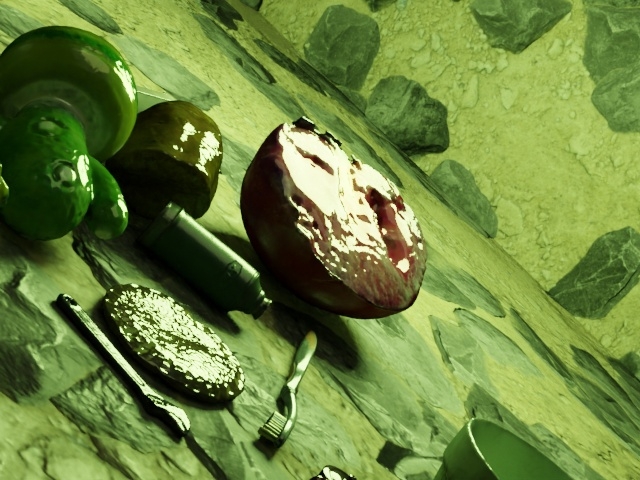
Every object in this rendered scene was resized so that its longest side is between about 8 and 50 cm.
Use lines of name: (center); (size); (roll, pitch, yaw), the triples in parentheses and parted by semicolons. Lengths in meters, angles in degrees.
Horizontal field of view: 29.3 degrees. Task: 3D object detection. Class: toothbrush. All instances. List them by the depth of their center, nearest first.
toothbrush: (-0.032, 0.176, 1.534); (0.037, 0.028, 0.375); (32, 15, -1)

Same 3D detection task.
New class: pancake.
pancake: (-0.166, 0.114, 1.392); (0.199, 0.021, 0.199); (37, 14, -11)

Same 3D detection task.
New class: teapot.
teapot: (0.020, 0.274, 1.340); (0.100, 0.045, 0.068); (27, 18, -44)

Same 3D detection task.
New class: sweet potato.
sweet potato: (-0.211, -0.127, 1.739); (0.158, 0.158, 0.370); (37, 16, -13)

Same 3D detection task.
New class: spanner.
spanner: (-0.205, 0.128, 1.274); (0.208, 0.012, 0.046); (44, 14, 18)

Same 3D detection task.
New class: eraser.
eraser: (-0.283, -0.182, 1.809); (0.023, 0.104, 0.150); (44, 15, 19)

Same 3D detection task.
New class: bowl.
bowl: (0.240, 0.360, 1.402); (0.307, 0.163, 0.307); (37, 14, -11)

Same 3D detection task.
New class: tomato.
tomato: (-0.006, 0.000, 1.856); (0.335, 0.176, 0.290); (30, 38, -34)

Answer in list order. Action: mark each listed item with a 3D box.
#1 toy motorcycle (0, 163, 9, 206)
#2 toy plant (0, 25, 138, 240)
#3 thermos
toy motorcycle: (-0.449, -0.131, 1.190); (0.342, 0.142, 0.206); (38, 32, 15)
toy plant: (-0.320, -0.109, 1.449); (0.224, 0.184, 0.316); (30, 33, -19)
thermos: (-0.148, 0.035, 1.594); (0.187, 0.083, 0.073); (40, 36, -6)
